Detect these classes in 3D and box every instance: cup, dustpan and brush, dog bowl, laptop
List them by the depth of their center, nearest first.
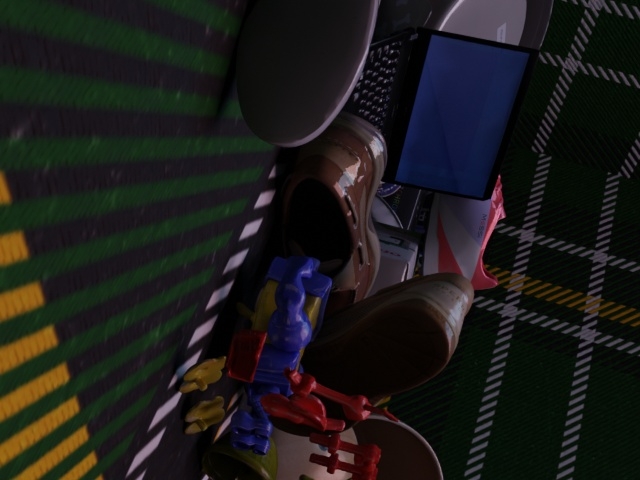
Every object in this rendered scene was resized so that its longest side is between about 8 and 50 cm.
[{"bbox_3d":[0.117,-0.129,1.115,0.264,0.137,0.234,-28,142,-41],"label":"laptop"},{"bbox_3d":[0.200,-0.296,1.333,0.349,0.102,0.348,-34,146,-28],"label":"dog bowl"},{"bbox_3d":[0.104,0.004,1.411,0.060,0.211,0.147,-21,139,-34],"label":"dustpan and brush"},{"bbox_3d":[0.040,0.447,1.710,0.237,0.331,0.331,-141,-114,-73],"label":"cup"}]

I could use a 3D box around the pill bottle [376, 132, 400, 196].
[{"bbox_3d":[0.090,-0.130,1.443,0.169,0.094,0.094,55,52,-79],"label":"pill bottle"}]

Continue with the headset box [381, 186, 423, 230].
[{"bbox_3d":[0.121,-0.073,1.663,0.283,0.131,0.246,63,45,-80],"label":"headset box"}]

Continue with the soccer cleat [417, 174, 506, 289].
[{"bbox_3d":[0.216,-0.083,1.284,0.108,0.117,0.318,-33,130,-74],"label":"soccer cleat"}]

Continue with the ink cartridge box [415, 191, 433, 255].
[{"bbox_3d":[0.175,-0.074,1.860,0.045,0.206,0.208,22,81,-46],"label":"ink cartridge box"}]

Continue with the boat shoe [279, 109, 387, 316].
[{"bbox_3d":[0.000,0.000,1.037,0.324,0.123,0.116,88,24,-46],"label":"boat shoe"}]

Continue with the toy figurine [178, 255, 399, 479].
[{"bbox_3d":[-0.016,0.128,0.928,0.362,0.191,0.217,98,7,-57],"label":"toy figurine"}]

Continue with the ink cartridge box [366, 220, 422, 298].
[{"bbox_3d":[0.053,0.031,1.271,0.219,0.160,0.092,-45,149,-76],"label":"ink cartridge box"}]

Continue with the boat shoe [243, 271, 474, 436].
[{"bbox_3d":[0.043,0.136,1.047,0.341,0.121,0.110,-29,-170,42],"label":"boat shoe"}]

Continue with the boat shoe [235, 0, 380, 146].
[{"bbox_3d":[0.004,-0.196,0.689,0.088,0.096,0.267,36,62,-77],"label":"boat shoe"}]

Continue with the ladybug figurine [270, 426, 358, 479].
[{"bbox_3d":[-0.049,0.420,1.386,0.305,0.162,0.449,-61,166,-60],"label":"ladybug figurine"}]
